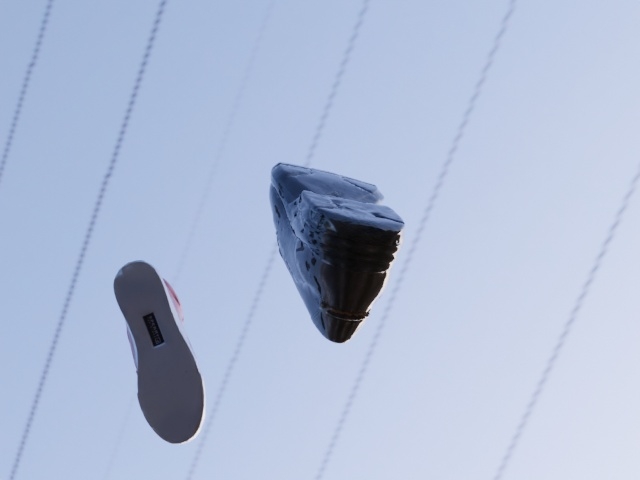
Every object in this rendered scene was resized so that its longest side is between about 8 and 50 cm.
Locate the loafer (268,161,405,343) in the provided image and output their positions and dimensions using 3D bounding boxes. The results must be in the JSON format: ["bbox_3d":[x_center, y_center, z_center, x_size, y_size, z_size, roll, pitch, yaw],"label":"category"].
[{"bbox_3d":[0.000,0.000,0.717,0.062,0.170,0.061,12,-78,-7],"label":"loafer"}]

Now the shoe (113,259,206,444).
[{"bbox_3d":[-0.146,0.108,1.338,0.063,0.178,0.081,-19,-12,2],"label":"shoe"}]
